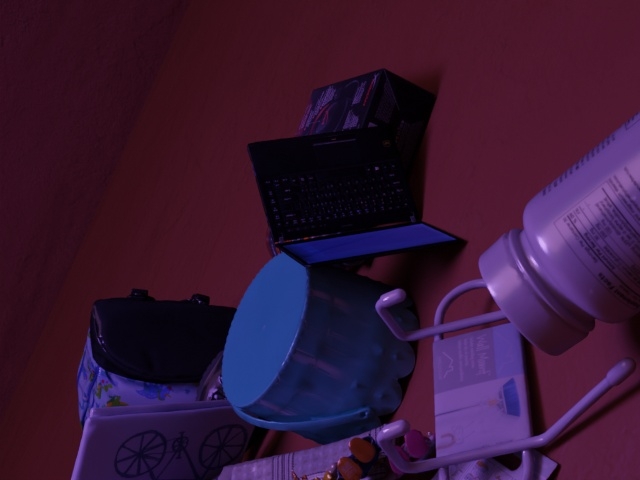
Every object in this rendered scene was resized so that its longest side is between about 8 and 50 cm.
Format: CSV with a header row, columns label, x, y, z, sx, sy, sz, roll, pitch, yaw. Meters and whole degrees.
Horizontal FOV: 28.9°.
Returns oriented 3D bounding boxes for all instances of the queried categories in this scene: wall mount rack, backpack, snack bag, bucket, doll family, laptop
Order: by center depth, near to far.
label,x,y,z,sx,sy,sz,roll,pitch,yaw
wall mount rack,0.215,0.132,1.433,0.304,0.130,0.350,-17,43,19
doll family,0.032,0.300,1.557,0.263,0.118,0.163,-43,-16,-5
laptop,0.044,-0.070,1.797,0.136,0.234,0.264,117,141,-62
bucket,-0.009,0.158,1.804,0.281,0.183,0.281,-47,30,38
snack bag,-0.262,0.400,1.928,0.037,0.323,0.342,37,117,43
backpack,-0.316,0.271,2.255,0.355,0.290,0.273,138,133,-55

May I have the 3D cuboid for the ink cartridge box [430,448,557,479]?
label,x,y,z,sx,sy,sz,roll,pitch,yaw
ink cartridge box,0.173,0.336,1.446,0.232,0.066,0.189,-46,22,-7

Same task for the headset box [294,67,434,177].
label,x,y,z,sx,sy,sz,roll,pitch,yaw
headset box,0.044,-0.151,2.073,0.293,0.110,0.218,-4,64,64

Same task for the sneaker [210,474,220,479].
label,x,y,z,sx,sy,sz,roll,pitch,yaw
sneaker,-0.176,0.423,1.885,0.252,0.103,0.111,-28,-11,-25

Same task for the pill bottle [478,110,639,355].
label,x,y,z,sx,sy,sz,roll,pitch,yaw
pill bottle,0.309,-0.018,1.256,0.283,0.160,0.160,-40,32,22

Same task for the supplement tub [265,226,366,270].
label,x,y,z,sx,sy,sz,roll,pitch,yaw
supplement tub,0.000,0.000,2.019,0.198,0.106,0.106,5,73,58

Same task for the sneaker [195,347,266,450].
label,x,y,z,sx,sy,sz,roll,pitch,yaw
sneaker,-0.102,0.210,2.027,0.341,0.125,0.139,-67,24,-1

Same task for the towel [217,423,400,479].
label,x,y,z,sx,sy,sz,roll,pitch,yaw
towel,-0.039,0.411,1.666,0.324,0.056,0.312,-21,46,31
